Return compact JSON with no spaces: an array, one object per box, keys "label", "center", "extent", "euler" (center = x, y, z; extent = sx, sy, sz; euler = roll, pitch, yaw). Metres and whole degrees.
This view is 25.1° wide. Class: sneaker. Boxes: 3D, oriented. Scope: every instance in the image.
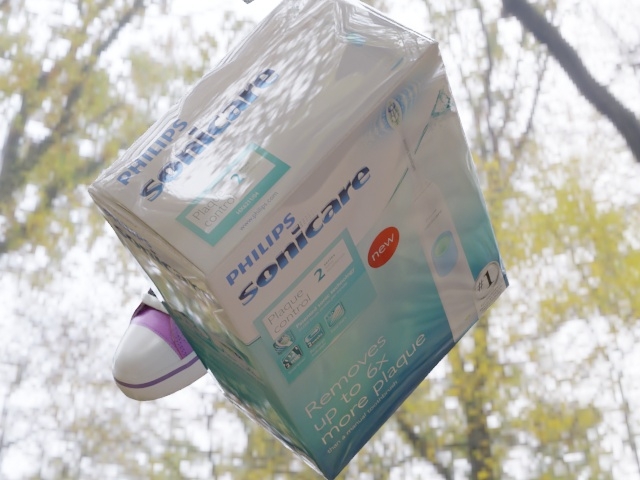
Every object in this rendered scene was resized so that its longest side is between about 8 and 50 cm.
[{"label":"sneaker","center":[-0.106,-0.007,1.229],"extent":[0.102,0.282,0.161],"euler":[17,-29,44]}]

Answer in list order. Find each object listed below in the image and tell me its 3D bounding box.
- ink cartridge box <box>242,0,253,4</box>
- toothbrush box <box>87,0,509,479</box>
[{"label":"ink cartridge box","center":[-0.059,-0.244,1.194],"extent":[0.048,0.028,0.083],"euler":[42,-37,14]},{"label":"toothbrush box","center":[0.000,0.000,1.010],"extent":[0.216,0.126,0.295],"euler":[-46,-36,-16]}]
